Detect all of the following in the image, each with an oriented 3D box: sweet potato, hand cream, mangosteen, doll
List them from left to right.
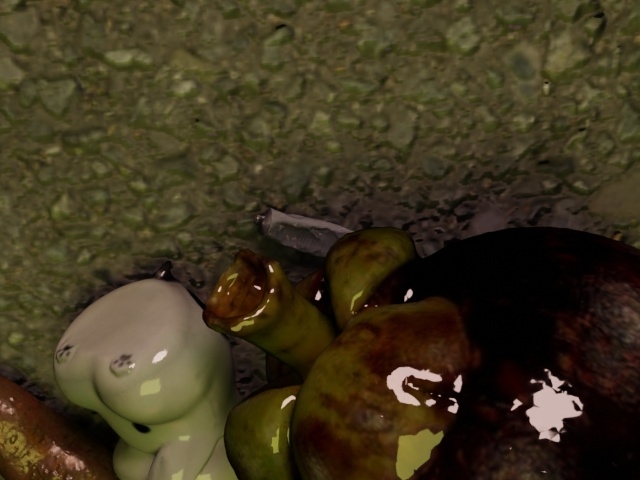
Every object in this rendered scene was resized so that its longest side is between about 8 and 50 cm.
[{"bbox_3d":[-0.194,0.138,0.686,0.226,0.068,0.068,43,104,-7],"label":"sweet potato"},{"bbox_3d":[-0.094,0.112,0.658,0.110,0.107,0.181,6,125,38],"label":"doll"},{"bbox_3d":[0.000,0.000,0.665,0.093,0.019,0.030,17,115,-19],"label":"hand cream"},{"bbox_3d":[0.096,0.125,0.612,0.313,0.297,0.297,20,122,30],"label":"mangosteen"}]
